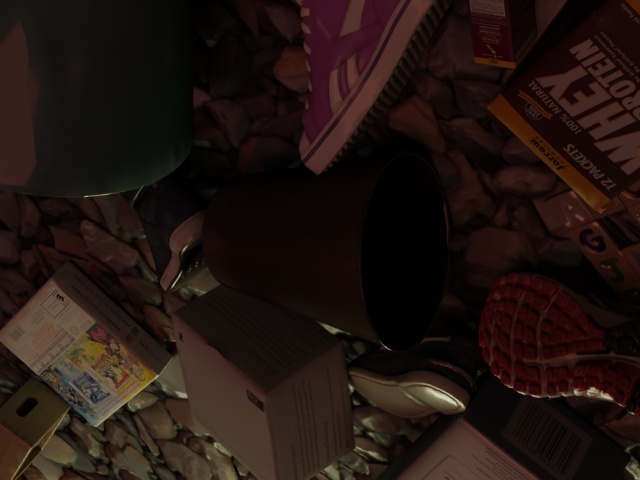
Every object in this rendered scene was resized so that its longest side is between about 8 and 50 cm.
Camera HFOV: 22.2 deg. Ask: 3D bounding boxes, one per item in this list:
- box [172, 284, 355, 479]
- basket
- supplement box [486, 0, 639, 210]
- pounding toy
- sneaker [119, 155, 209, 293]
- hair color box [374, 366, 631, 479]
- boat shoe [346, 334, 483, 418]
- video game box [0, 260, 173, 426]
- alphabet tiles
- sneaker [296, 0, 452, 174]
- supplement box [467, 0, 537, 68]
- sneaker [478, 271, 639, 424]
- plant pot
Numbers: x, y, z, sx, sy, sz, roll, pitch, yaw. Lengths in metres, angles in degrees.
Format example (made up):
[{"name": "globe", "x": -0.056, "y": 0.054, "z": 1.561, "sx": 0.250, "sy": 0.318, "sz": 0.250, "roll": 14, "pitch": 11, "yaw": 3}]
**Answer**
[{"name": "box", "x": -0.065, "y": 0.164, "z": 1.890, "sx": 0.181, "sy": 0.119, "sz": 0.182, "roll": 37, "pitch": 146, "yaw": 39}, {"name": "basket", "x": 0.000, "y": 0.000, "z": 1.711, "sx": 0.227, "sy": 0.154, "sz": 0.204, "roll": 8, "pitch": 104, "yaw": 38}, {"name": "supplement box", "x": 0.271, "y": -0.162, "z": 1.321, "sx": 0.129, "sy": 0.191, "sz": 0.194, "roll": 43, "pitch": 141, "yaw": -5}, {"name": "pounding toy", "x": -0.434, "y": 0.262, "z": 2.307, "sx": 0.100, "sy": 0.141, "sz": 0.130, "roll": 37, "pitch": 126, "yaw": 2}, {"name": "sneaker", "x": -0.182, "y": -0.038, "z": 1.866, "sx": 0.163, "sy": 0.086, "sz": 0.226, "roll": 52, "pitch": 160, "yaw": 11}, {"name": "hair color box", "x": 0.173, "y": 0.307, "z": 1.896, "sx": 0.185, "sy": 0.113, "sz": 0.374, "roll": 38, "pitch": 139, "yaw": 1}, {"name": "boat shoe", "x": 0.101, "y": 0.141, "z": 1.812, "sx": 0.095, "sy": 0.079, "sz": 0.254, "roll": 35, "pitch": 163, "yaw": -12}, {"name": "video game box", "x": -0.313, "y": 0.139, "z": 2.151, "sx": 0.187, "sy": 0.048, "sz": 0.205, "roll": 45, "pitch": 140, "yaw": -5}, {"name": "alphabet tiles", "x": 0.356, "y": 0.001, "z": 1.554, "sx": 0.198, "sy": 0.009, "sz": 0.237, "roll": 50, "pitch": 139, "yaw": -14}, {"name": "sneaker", "x": 0.014, "y": -0.200, "z": 1.560, "sx": 0.161, "sy": 0.102, "sz": 0.282, "roll": 37, "pitch": 130, "yaw": 7}, {"name": "supplement box", "x": 0.163, "y": -0.205, "z": 1.469, "sx": 0.043, "sy": 0.055, "sz": 0.083, "roll": 12, "pitch": 133, "yaw": 28}, {"name": "sneaker", "x": 0.284, "y": 0.115, "z": 1.632, "sx": 0.299, "sy": 0.112, "sz": 0.120, "roll": 21, "pitch": 100, "yaw": 41}, {"name": "plant pot", "x": -0.256, "y": -0.217, "z": 1.608, "sx": 0.293, "sy": 0.293, "sz": 0.235, "roll": 23, "pitch": 123, "yaw": 18}]
